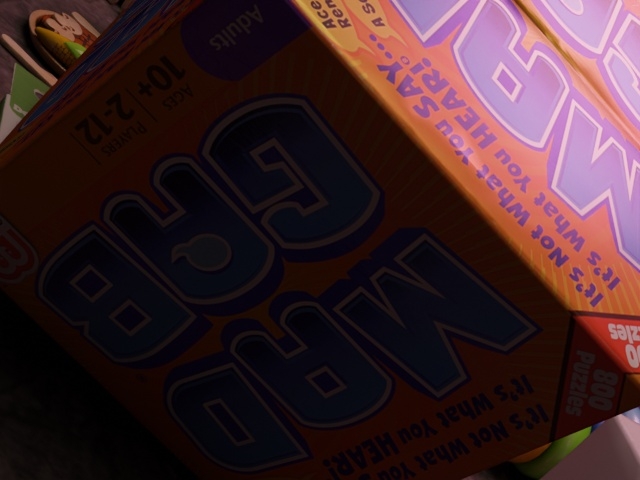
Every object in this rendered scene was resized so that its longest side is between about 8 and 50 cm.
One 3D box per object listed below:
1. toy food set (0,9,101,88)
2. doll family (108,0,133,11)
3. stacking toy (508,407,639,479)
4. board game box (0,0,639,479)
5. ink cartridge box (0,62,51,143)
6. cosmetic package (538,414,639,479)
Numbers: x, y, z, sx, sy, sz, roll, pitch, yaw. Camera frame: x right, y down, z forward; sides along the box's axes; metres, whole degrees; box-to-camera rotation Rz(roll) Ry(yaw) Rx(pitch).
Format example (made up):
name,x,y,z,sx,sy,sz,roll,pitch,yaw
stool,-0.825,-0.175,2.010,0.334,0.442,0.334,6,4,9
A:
name,x,y,z,sx,sy,sz,roll,pitch,yaw
toy food set,-0.228,-0.187,1.503,0.132,0.038,0.192,43,21,-2
doll family,-0.194,-0.295,1.734,0.193,0.076,0.111,54,18,13
stacking toy,0.221,0.180,1.516,0.330,0.141,0.141,27,26,-26
board game box,0.028,-0.063,1.091,0.356,0.356,0.356,47,41,-14
ink cartridge box,-0.225,-0.045,1.203,0.109,0.062,0.209,35,23,-25
cosmetic package,0.408,0.360,1.455,0.453,0.161,0.230,27,26,-35
